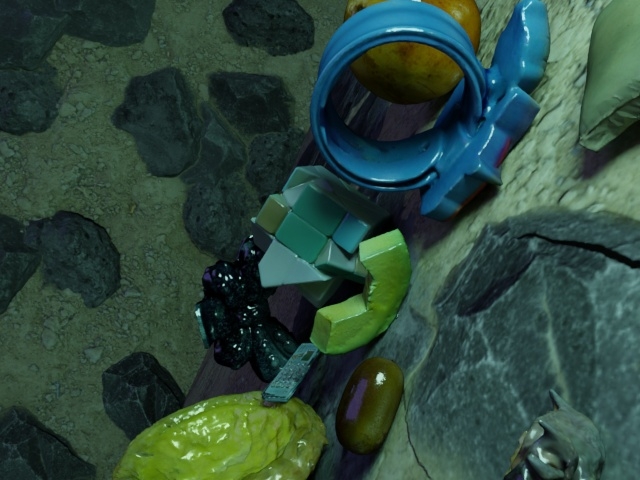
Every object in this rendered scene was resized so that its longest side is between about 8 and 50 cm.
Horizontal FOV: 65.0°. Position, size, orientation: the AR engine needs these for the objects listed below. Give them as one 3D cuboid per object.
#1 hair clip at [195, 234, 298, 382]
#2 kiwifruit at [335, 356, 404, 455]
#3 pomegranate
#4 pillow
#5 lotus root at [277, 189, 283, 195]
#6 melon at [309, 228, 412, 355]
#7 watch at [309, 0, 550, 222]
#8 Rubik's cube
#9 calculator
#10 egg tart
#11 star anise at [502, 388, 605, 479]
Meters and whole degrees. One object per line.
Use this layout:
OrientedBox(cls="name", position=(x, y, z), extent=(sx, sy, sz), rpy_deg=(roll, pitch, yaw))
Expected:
OrientedBox(cls="hair clip", position=(-0.157, 0.150, 1.068), extent=(0.194, 0.207, 0.309), rpy_deg=(-138, 41, -80))
OrientedBox(cls="kiwifruit", position=(0.062, 0.206, 0.633), extent=(0.124, 0.075, 0.075), rpy_deg=(-62, 13, -11))
OrientedBox(cls="pomegranate", position=(0.171, -0.385, 0.950), extent=(0.264, 0.265, 0.264), rpy_deg=(-58, 15, 24))
OrientedBox(cls="pillow", position=(0.306, -0.187, 0.481), extent=(0.119, 0.053, 0.208), rpy_deg=(-37, 26, 58))
OrientedBox(cls="lotus root", position=(-0.070, -0.004, 1.245), extent=(0.180, 0.199, 0.188), rpy_deg=(-36, 23, 53))
OrientedBox(cls="melon", position=(0.070, 0.082, 0.750), extent=(0.064, 0.118, 0.209), rpy_deg=(-124, 48, -59))
OrientedBox(cls="watch", position=(0.138, -0.208, 0.682), extent=(0.241, 0.275, 0.305), rpy_deg=(-81, 17, -53))
OrientedBox(cls="Rubik's cube", position=(0.000, 0.000, 0.942), extent=(0.212, 0.265, 0.224), rpy_deg=(-57, -13, 18))
OrientedBox(cls="calculator", position=(-0.048, 0.236, 0.917), extent=(0.172, 0.057, 0.018), rpy_deg=(-42, -55, -58))
OrientedBox(cls="egg tart", position=(-0.150, 0.365, 0.793), extent=(0.345, 0.346, 0.132), rpy_deg=(-152, 49, -77))
OrientedBox(cls="star anise", position=(0.203, 0.175, 0.274), extent=(0.148, 0.218, 0.228), rpy_deg=(-38, 46, -26))
